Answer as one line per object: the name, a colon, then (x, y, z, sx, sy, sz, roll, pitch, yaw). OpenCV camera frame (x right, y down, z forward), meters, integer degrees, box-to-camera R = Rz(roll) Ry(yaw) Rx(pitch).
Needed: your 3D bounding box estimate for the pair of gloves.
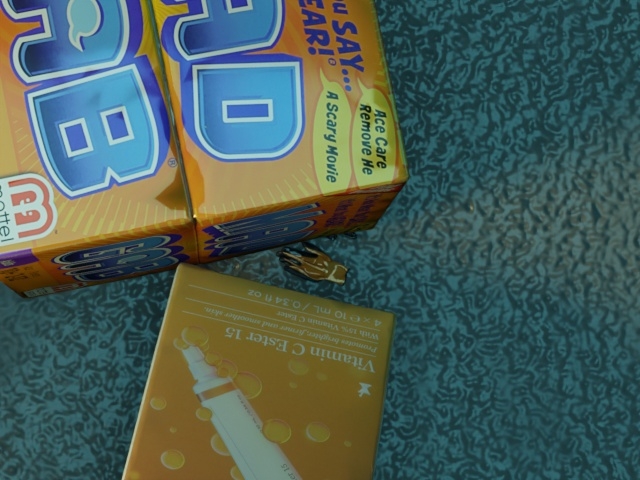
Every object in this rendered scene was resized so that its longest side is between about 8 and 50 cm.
pair of gloves: (0.000, 0.000, 1.857, 0.074, 0.010, 0.083, 19, 84, -2)

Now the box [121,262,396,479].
box: (-0.069, 0.217, 1.679, 0.215, 0.168, 0.345, 13, 47, -3)

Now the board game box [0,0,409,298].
board game box: (-0.144, -0.167, 1.669, 0.356, 0.356, 0.356, -11, 85, -5)
